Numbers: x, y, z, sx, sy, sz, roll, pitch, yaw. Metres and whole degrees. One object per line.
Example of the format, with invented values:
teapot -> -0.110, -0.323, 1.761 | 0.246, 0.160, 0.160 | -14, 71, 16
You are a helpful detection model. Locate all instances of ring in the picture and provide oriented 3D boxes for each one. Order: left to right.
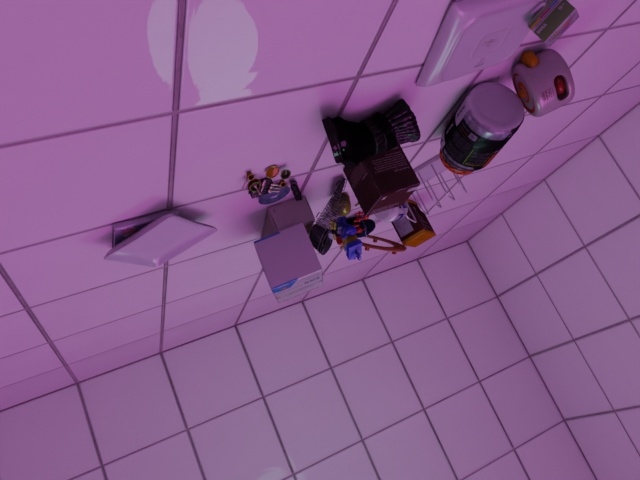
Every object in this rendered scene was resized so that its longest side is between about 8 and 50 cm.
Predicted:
ring -> 0.248, 0.014, 2.681 | 0.336, 0.032, 0.336 | 12, -170, -2

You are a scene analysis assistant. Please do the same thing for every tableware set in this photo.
tableware set -> -0.169, -0.192, 1.766 | 0.154, 0.024, 0.104 | 2, 127, -37

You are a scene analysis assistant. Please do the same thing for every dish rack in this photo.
dish rack -> 0.042, -0.102, 2.110 | 0.272, 0.074, 0.208 | -59, 176, -17

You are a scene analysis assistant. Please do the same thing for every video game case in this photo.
video game case -> -0.561, -0.028, 1.773 | 0.201, 0.023, 0.183 | -16, 162, -27

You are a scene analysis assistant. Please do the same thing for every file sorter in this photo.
file sorter -> 0.474, -0.223, 2.407 | 0.277, 0.173, 0.193 | -31, 164, 18

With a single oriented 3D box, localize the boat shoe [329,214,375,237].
boat shoe -> 0.166, -0.060, 2.593 | 0.258, 0.109, 0.089 | -15, 158, -37

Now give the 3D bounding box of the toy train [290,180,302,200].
toy train -> -0.085, -0.179, 1.970 | 0.027, 0.036, 0.158 | -3, 166, 5

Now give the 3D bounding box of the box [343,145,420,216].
box -> 0.211, -0.225, 1.955 | 0.168, 0.203, 0.167 | -17, 163, -23

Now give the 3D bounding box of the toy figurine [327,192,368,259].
toy figurine -> 0.152, -0.027, 2.351 | 0.191, 0.217, 0.363 | -15, 150, -9

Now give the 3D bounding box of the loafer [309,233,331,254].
loafer -> 0.000, 0.000, 2.627 | 0.096, 0.084, 0.267 | -55, 170, -7

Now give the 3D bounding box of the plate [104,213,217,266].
plate -> -0.514, -0.004, 1.797 | 0.278, 0.045, 0.277 | -29, 163, 14

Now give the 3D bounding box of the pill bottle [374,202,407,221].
pill bottle -> 0.314, -0.139, 2.509 | 0.112, 0.112, 0.186 | -33, 169, 26

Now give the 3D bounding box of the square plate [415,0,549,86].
square plate -> 0.462, -0.564, 1.531 | 0.347, 0.049, 0.344 | -21, 163, -13

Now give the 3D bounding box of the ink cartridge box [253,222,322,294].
ink cartridge box -> -0.114, 0.093, 2.094 | 0.198, 0.197, 0.270 | -22, 163, -5

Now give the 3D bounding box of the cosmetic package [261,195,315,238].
cosmetic package -> -0.134, -0.045, 2.189 | 0.160, 0.113, 0.309 | -19, 164, -16

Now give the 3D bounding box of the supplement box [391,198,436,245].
supplement box -> 0.454, -0.085, 2.771 | 0.129, 0.194, 0.191 | -32, 162, 23

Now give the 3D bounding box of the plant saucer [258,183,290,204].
plant saucer -> -0.164, -0.164, 1.926 | 0.119, 0.021, 0.119 | -24, 164, -7

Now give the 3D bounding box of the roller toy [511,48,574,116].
roller toy -> 0.720, -0.512, 1.814 | 0.146, 0.191, 0.209 | -26, 164, 8

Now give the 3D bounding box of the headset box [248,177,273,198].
headset box -> -0.200, -0.173, 1.827 | 0.083, 0.032, 0.062 | -22, 164, -17

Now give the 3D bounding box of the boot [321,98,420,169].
boot -> 0.157, -0.332, 1.656 | 0.260, 0.131, 0.348 | -21, 176, 13

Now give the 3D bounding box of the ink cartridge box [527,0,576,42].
ink cartridge box -> 0.641, -0.603, 1.522 | 0.109, 0.062, 0.209 | -48, 169, 28

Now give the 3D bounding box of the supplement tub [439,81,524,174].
supplement tub -> 0.553, -0.381, 1.960 | 0.207, 0.207, 0.338 | -20, 163, -16
